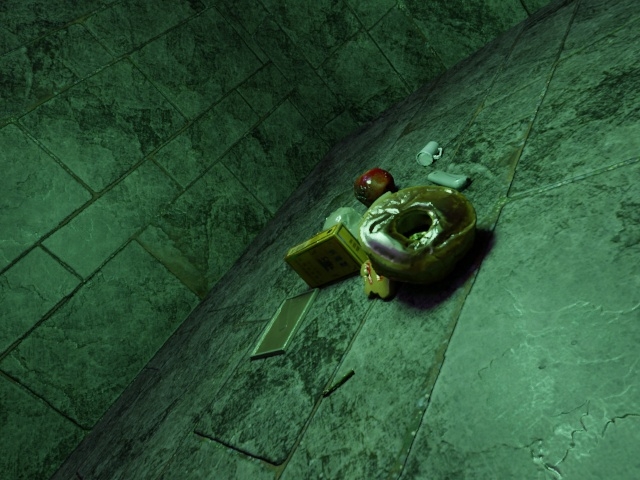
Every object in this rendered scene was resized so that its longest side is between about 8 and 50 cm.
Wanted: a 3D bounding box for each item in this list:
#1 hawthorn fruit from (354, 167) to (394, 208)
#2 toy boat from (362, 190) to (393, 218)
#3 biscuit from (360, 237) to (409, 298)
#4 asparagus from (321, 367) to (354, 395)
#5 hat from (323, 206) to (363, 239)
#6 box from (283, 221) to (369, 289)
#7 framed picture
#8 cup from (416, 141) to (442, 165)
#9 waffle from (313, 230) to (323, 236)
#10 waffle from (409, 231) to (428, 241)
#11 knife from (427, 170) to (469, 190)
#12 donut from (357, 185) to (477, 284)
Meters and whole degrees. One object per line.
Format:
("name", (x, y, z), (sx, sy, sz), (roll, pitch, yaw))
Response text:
("hawthorn fruit", (0.265, -0.258, 1.935), (0.235, 0.181, 0.181), (-37, 11, -35))
("toy boat", (0.270, -0.140, 1.798), (0.188, 0.061, 0.116), (-48, 17, -18))
("biscuit", (0.208, 0.072, 1.329), (0.238, 0.041, 0.212), (-61, 23, 10))
("asparagus", (0.045, 0.382, 1.112), (0.114, 0.014, 0.015), (-40, -17, 6))
("hat", (0.098, -0.055, 1.873), (0.214, 0.149, 0.244), (-41, 6, 7))
("box", (0.024, 0.069, 1.612), (0.302, 0.193, 0.084), (-27, 24, 42))
("framed picture", (-0.142, 0.328, 1.651), (0.232, 0.024, 0.315), (-25, 25, 44))
("cup", (0.509, -0.397, 1.897), (0.104, 0.074, 0.116), (10, 45, 39))
("waffle", (0.001, 0.000, 2.093), (0.102, 0.042, 0.148), (-52, 19, -25))
("waffle", (0.313, -0.070, 1.454), (0.297, 0.073, 0.317), (-50, 28, -22))
("knife", (0.488, -0.234, 1.581), (0.073, 0.040, 0.265), (-31, 17, -1))
("donut", (0.281, -0.009, 1.197), (0.330, 0.159, 0.330), (-15, 42, 14))
